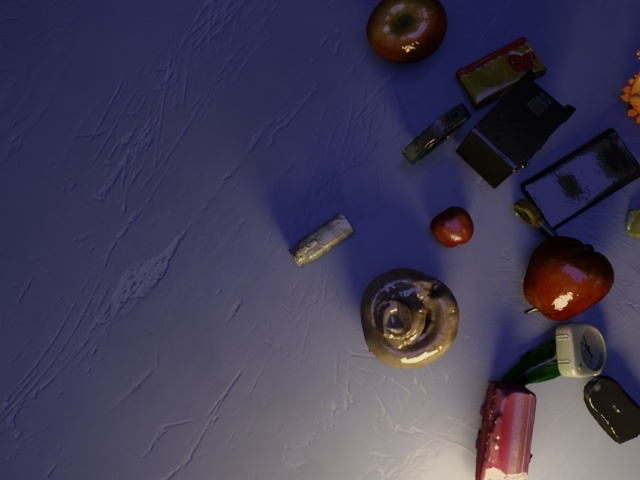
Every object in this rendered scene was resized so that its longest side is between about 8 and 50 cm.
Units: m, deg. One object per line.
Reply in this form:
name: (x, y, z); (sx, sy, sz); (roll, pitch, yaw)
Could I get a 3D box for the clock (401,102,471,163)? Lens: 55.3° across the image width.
clock: (0.338, -0.306, 1.771); (0.226, 0.226, 0.049); (-39, 85, 1)

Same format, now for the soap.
soap: (0.506, 0.559, 1.694); (0.127, 0.220, 0.325); (10, 86, 10)

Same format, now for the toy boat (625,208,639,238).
toy boat: (1.037, -0.047, 1.764); (0.276, 0.084, 0.111); (4, 88, 4)

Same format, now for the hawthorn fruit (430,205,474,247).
hawthorn fruit: (0.390, -0.038, 1.804); (0.127, 0.128, 0.128); (0, 86, 5)

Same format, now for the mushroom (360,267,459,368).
mushroom: (0.246, 0.219, 1.705); (0.292, 0.290, 0.293); (-1, 86, 9)

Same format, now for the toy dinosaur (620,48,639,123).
toy dinosaur: (0.937, -0.410, 1.785); (0.070, 0.117, 0.289); (-27, 100, -10)

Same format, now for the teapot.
teapot: (0.000, 0.000, 1.833); (0.200, 0.107, 0.077); (-35, 87, 2)

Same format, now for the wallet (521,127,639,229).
wallet: (0.774, -0.181, 1.817); (0.321, 0.044, 0.171); (-33, 83, 5)

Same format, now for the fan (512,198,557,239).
fan: (0.634, -0.061, 1.796); (0.039, 0.082, 0.155); (-42, 79, -4)

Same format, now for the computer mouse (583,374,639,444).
computer mouse: (0.833, 0.475, 1.745); (0.122, 0.073, 0.217); (-40, 90, 3)

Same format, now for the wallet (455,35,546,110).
wallet: (0.544, -0.511, 1.849); (0.241, 0.067, 0.141); (-28, 82, 3)

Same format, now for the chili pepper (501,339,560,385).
chili pepper: (0.625, 0.377, 1.777); (0.216, 0.062, 0.108); (-31, 84, 4)

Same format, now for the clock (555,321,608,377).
clock: (0.751, 0.311, 1.740); (0.190, 0.062, 0.152); (7, 76, -33)

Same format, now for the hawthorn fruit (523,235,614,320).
hawthorn fruit: (0.679, 0.120, 1.729); (0.224, 0.224, 0.261); (34, 111, 6)

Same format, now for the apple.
apple: (0.259, -0.633, 1.833); (0.234, 0.173, 0.211); (13, 91, 14)

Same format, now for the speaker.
speaker: (0.552, -0.309, 1.751); (0.254, 0.232, 0.184); (-45, 84, -4)
